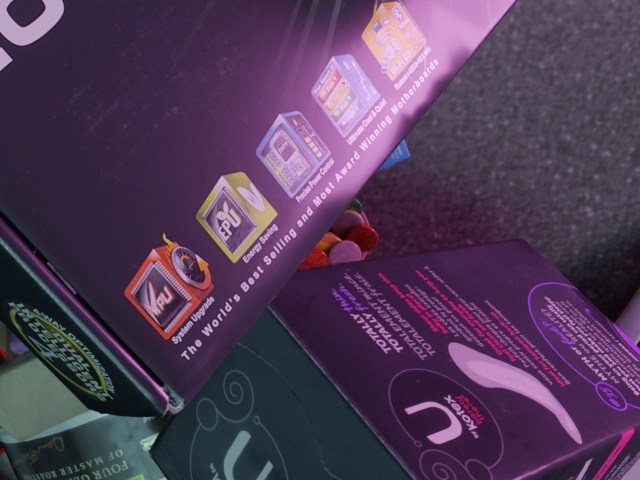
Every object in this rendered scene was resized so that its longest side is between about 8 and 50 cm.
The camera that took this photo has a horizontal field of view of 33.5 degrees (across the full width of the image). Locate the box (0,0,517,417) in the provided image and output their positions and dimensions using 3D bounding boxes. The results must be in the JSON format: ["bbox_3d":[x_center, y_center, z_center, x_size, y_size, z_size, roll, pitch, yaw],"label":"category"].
[{"bbox_3d":[-0.069,-0.164,0.516,0.318,0.097,0.395,51,60,-18],"label":"box"}]

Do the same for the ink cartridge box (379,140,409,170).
[{"bbox_3d":[-0.010,-0.069,0.724,0.122,0.052,0.088,-24,154,5],"label":"ink cartridge box"}]

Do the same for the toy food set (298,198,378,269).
[{"bbox_3d":[0.000,0.000,0.801,0.083,0.020,0.083,17,113,-18],"label":"toy food set"}]

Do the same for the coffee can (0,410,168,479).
[{"bbox_3d":[-0.080,0.206,0.745,0.202,0.201,0.275,-22,96,3],"label":"coffee can"}]

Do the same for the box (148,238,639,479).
[{"bbox_3d":[0.066,0.110,0.629,0.270,0.165,0.143,-6,134,-48],"label":"box"}]

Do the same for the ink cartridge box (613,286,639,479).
[{"bbox_3d":[0.343,0.135,0.769,0.309,0.272,0.130,-50,146,-17],"label":"ink cartridge box"}]

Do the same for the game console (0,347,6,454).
[{"bbox_3d":[-0.431,0.070,0.755,0.387,0.060,0.342,-23,115,3],"label":"game console"}]

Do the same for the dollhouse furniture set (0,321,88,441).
[{"bbox_3d":[-0.169,-0.118,0.559,0.198,0.286,0.303,-29,130,6],"label":"dollhouse furniture set"}]
